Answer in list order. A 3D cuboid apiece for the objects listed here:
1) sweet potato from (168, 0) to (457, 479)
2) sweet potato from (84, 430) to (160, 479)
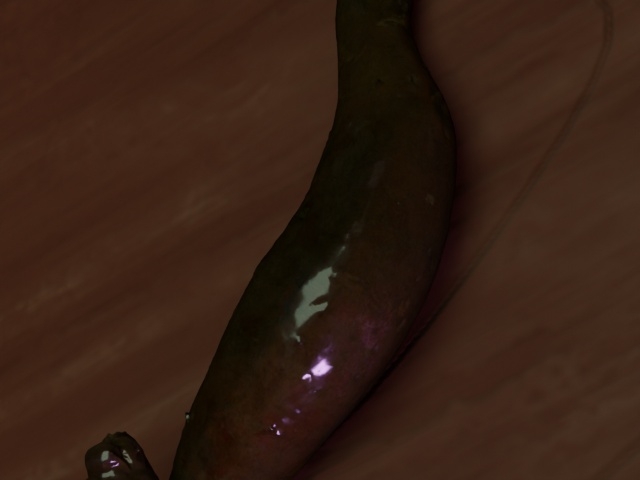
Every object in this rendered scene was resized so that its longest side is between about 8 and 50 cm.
[{"bbox_3d":[0.006,-0.002,0.699,0.108,0.079,0.346,12,80,43],"label":"sweet potato"},{"bbox_3d":[-0.079,0.255,0.653,0.131,0.131,0.337,-22,68,22],"label":"sweet potato"}]
